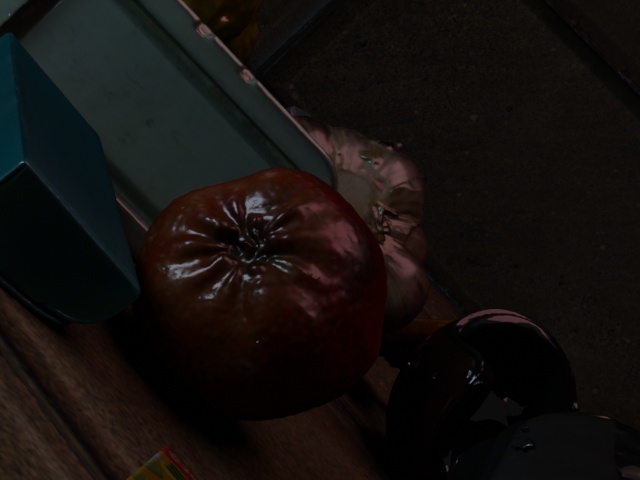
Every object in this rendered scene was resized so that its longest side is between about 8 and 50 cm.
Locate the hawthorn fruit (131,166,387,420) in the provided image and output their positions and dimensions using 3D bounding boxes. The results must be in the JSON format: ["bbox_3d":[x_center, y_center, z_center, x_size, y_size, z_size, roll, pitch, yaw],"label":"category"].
[{"bbox_3d":[-0.037,0.047,1.016,0.179,0.179,0.200,50,-10,23],"label":"hawthorn fruit"}]

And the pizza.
[{"bbox_3d":[0.096,0.115,1.545,0.193,0.201,0.053,23,69,-66],"label":"pizza"}]

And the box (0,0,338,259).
[{"bbox_3d":[-0.150,-0.104,1.231,0.312,0.175,0.182,46,-3,-11],"label":"box"}]

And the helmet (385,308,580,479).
[{"bbox_3d":[0.161,0.173,1.380,0.189,0.216,0.193,33,-28,-19],"label":"helmet"}]

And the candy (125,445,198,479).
[{"bbox_3d":[-0.079,0.144,0.691,0.062,0.038,0.122,48,6,2],"label":"candy"}]

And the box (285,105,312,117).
[{"bbox_3d":[-0.049,-0.089,1.903,0.162,0.130,0.227,63,6,3],"label":"box"}]

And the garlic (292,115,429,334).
[{"bbox_3d":[0.000,0.000,1.437,0.245,0.245,0.160,49,-30,11],"label":"garlic"}]

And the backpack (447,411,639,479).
[{"bbox_3d":[0.171,0.259,0.733,0.363,0.255,0.445,46,20,-6],"label":"backpack"}]

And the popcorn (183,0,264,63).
[{"bbox_3d":[-0.165,-0.258,1.464,0.276,0.277,0.225,4,86,-81],"label":"popcorn"}]

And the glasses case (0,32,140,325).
[{"bbox_3d":[-0.196,-0.045,0.978,0.117,0.070,0.301,51,2,-25],"label":"glasses case"}]

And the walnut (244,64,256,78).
[{"bbox_3d":[-0.127,-0.141,1.646,0.140,0.162,0.140,12,21,-5],"label":"walnut"}]
